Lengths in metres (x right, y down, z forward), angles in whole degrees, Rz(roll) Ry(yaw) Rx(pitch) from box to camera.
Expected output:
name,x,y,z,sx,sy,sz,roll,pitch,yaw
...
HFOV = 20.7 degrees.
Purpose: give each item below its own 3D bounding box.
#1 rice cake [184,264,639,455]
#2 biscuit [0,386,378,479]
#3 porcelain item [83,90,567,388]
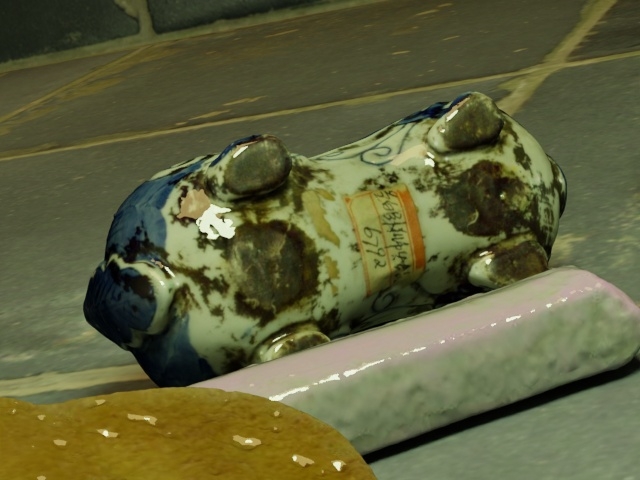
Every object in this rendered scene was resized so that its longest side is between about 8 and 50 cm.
name,x,y,z,sx,sy,sz,roll,pitch,yaw
rice cake,-0.009,0.082,0.842,0.365,0.056,0.072,-17,12,-16
biscuit,-0.079,0.122,0.707,0.208,0.049,0.181,-3,28,-13
porcelain item,0.000,0.000,1.006,0.288,0.138,0.186,-19,4,-26
